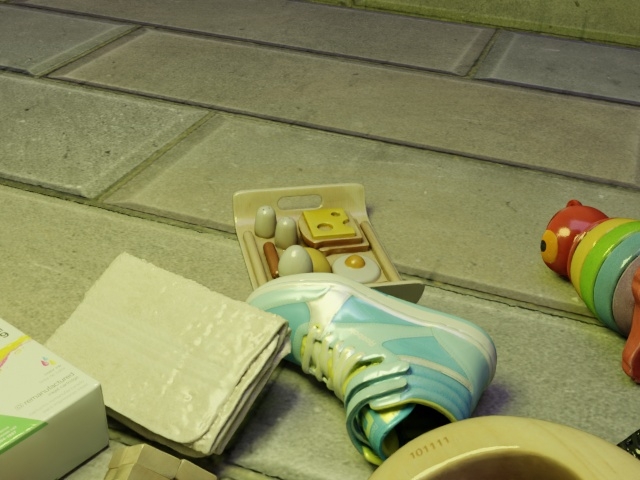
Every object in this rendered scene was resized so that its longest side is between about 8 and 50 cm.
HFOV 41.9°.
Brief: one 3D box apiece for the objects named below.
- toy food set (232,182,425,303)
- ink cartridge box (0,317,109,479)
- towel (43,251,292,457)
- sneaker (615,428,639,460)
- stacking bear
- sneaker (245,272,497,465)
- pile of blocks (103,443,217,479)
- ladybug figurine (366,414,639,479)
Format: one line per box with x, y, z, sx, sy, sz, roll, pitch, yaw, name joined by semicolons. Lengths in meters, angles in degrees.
0.000;0.000;1.229;0.220;0.092;0.306;-5;32;-12;toy food set
-0.359;0.180;0.903;0.212;0.093;0.154;23;37;32;ink cartridge box
-0.185;0.127;0.976;0.282;0.049;0.187;20;61;29;towel
0.318;0.221;0.860;0.217;0.121;0.079;-7;32;-16;sneaker
0.410;0.038;1.150;0.164;0.175;0.289;-10;26;-16;stacking bear
0.032;0.148;0.957;0.319;0.127;0.208;11;31;15;sneaker
-0.271;0.286;0.749;0.362;0.148;0.113;-8;-12;-34;pile of blocks
0.161;0.306;0.613;0.305;0.161;0.449;-24;22;2;ladybug figurine
